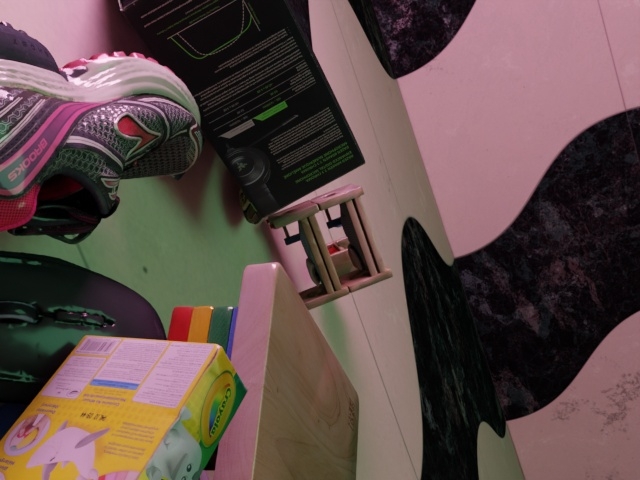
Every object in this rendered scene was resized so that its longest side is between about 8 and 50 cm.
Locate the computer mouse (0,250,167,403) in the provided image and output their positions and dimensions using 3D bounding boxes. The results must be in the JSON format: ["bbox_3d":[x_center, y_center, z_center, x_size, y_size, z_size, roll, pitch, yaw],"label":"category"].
[{"bbox_3d":[-0.167,0.083,0.418,0.262,0.060,0.184,36,39,-49],"label":"computer mouse"}]

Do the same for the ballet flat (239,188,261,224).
[{"bbox_3d":[-0.082,-0.118,0.929,0.058,0.084,0.250,26,41,-23],"label":"ballet flat"}]

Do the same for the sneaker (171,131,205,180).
[{"bbox_3d":[-0.154,-0.108,0.704,0.052,0.058,0.135,-54,166,-16],"label":"sneaker"}]

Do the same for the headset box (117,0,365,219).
[{"bbox_3d":[-0.085,-0.199,0.765,0.283,0.131,0.246,58,5,-42],"label":"headset box"}]

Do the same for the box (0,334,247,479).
[{"bbox_3d":[-0.120,0.126,0.347,0.179,0.105,0.043,-58,136,-42],"label":"box"}]

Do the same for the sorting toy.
[{"bbox_3d":[-0.047,0.190,0.513,0.257,0.089,0.255,65,25,-55],"label":"sorting toy"}]

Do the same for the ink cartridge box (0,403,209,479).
[{"bbox_3d":[-0.142,0.197,0.485,0.223,0.045,0.224,-51,123,-69],"label":"ink cartridge box"}]

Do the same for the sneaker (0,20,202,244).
[{"bbox_3d":[-0.166,-0.055,0.487,0.112,0.121,0.299,59,19,3],"label":"sneaker"}]

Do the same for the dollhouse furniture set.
[{"bbox_3d":[0.000,0.000,1.021,0.183,0.129,0.129,-140,-151,-77],"label":"dollhouse furniture set"}]
